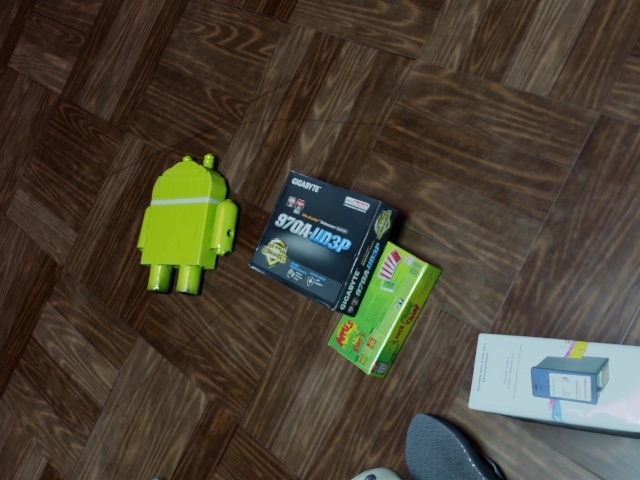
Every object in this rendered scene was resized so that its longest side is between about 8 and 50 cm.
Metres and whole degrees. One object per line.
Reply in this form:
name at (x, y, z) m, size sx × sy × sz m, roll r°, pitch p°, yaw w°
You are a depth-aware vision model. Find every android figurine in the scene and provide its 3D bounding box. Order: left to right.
android figurine at (-0.255, -0.033, 1.481) m, size 0.248 × 0.056 × 0.273 m, roll -3°, pitch 74°, yaw 39°

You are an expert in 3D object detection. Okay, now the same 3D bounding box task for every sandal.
sandal at (0.201, 0.320, 0.995) m, size 0.254 × 0.054 × 0.097 m, roll 41°, pitch 112°, yaw 40°

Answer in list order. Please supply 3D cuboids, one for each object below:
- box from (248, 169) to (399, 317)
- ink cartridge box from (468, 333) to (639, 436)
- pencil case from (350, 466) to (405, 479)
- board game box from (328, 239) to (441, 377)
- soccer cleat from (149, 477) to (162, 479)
box at (0.000, 0.000, 1.218) m, size 0.220 × 0.051 × 0.175 m, roll 24°, pitch 90°, yaw 46°
ink cartridge box at (0.302, 0.170, 0.892) m, size 0.212 × 0.154 × 0.093 m, roll 2°, pitch 75°, yaw 40°
pencil case at (0.159, 0.430, 0.875) m, size 0.410 × 0.183 × 0.160 m, roll 33°, pitch 94°, yaw 42°
board game box at (0.094, 0.100, 1.159) m, size 0.092 × 0.043 × 0.181 m, roll 32°, pitch 96°, yaw 42°
soccer cleat at (-0.364, 0.512, 1.385) m, size 0.289 × 0.093 × 0.121 m, roll -37°, pitch 25°, yaw 29°
